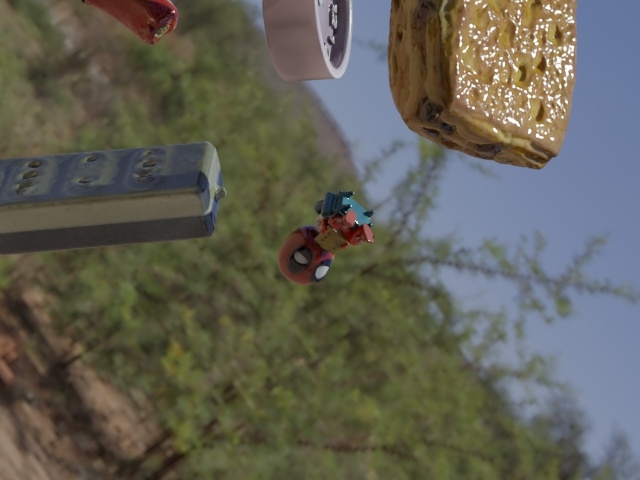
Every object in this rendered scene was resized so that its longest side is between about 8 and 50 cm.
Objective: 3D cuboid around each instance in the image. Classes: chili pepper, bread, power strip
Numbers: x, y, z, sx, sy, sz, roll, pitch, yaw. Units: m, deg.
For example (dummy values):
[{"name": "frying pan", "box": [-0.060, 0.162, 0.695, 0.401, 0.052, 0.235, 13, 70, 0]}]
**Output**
[{"name": "chili pepper", "box": [-0.246, -0.308, 1.985, 0.123, 0.073, 0.070, 35, 19, 1]}, {"name": "bread", "box": [0.154, -0.195, 1.469, 0.210, 0.235, 0.099, 16, -16, -41]}, {"name": "power strip", "box": [-0.224, -0.046, 1.580, 0.105, 0.257, 0.070, -85, 169, -54]}]

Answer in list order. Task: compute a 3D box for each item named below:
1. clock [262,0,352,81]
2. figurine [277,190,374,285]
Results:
[{"name": "clock", "box": [-0.014, -0.296, 1.873, 0.197, 0.068, 0.196, -1, 90, -76]}, {"name": "figurine", "box": [0.000, 0.000, 1.778, 0.068, 0.140, 0.075, 36, 37, -27]}]
